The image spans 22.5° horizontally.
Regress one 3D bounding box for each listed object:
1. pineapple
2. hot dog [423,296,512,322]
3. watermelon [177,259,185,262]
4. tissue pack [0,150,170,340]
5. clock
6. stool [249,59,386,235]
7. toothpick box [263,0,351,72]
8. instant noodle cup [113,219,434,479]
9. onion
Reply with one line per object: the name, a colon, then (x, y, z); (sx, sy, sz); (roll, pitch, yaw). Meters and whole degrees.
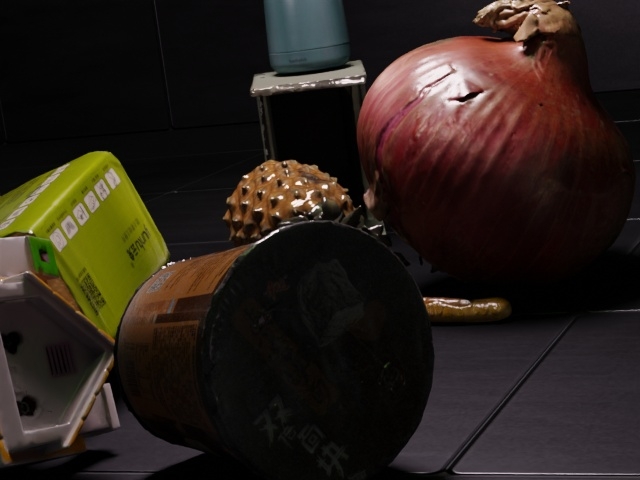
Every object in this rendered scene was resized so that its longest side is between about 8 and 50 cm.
pineapple: (0.000, 0.000, 1.987); (0.169, 0.169, 0.340); (-11, 19, -20)
hot dog: (0.143, 0.076, 1.761); (0.137, 0.028, 0.044); (1, 20, 32)
watermelon: (-0.211, 0.100, 1.782); (0.187, 0.071, 0.139); (-23, 21, 21)
tissue pack: (-0.301, 0.044, 1.673); (0.200, 0.167, 0.274); (-24, 13, 16)
clock: (-0.309, 0.114, 1.355); (0.166, 0.235, 0.309); (-19, -8, 36)
stool: (-0.002, -0.122, 2.329); (0.170, 0.243, 0.269); (-8, 10, 1)
toothpick box: (-0.026, -0.341, 2.340); (0.120, 0.184, 0.120); (-8, 10, 2)
instant noodle cup: (-0.050, 0.096, 1.332); (0.217, 0.217, 0.207); (-14, 6, -33)
onion: (0.203, -0.088, 1.882); (0.354, 0.353, 0.353); (-7, 11, 1)
